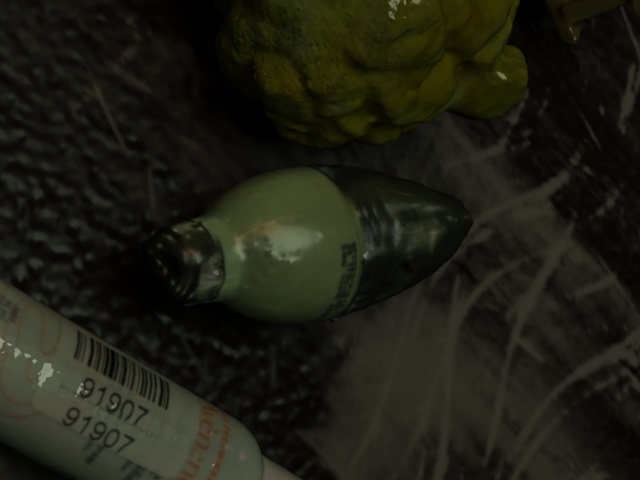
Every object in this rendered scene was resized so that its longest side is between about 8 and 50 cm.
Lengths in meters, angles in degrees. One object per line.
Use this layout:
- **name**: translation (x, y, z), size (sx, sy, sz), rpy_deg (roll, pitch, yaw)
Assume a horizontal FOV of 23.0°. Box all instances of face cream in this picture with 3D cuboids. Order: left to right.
- **face cream**: translation (-0.116, 0.106, 0.896), size (0.269, 0.082, 0.082), rpy_deg (33, 65, -24)

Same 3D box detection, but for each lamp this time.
- **lamp**: translation (0.000, 0.000, 0.988), size (0.250, 0.101, 0.101), rpy_deg (-11, 87, -40)

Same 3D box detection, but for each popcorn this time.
- **popcorn**: translation (0.031, -0.184, 0.962), size (0.242, 0.235, 0.250), rpy_deg (-10, 93, -37)

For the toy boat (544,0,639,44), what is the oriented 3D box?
- **toy boat**: translation (0.125, -0.357, 1.105), size (0.162, 0.136, 0.445), rpy_deg (-35, 102, -51)
